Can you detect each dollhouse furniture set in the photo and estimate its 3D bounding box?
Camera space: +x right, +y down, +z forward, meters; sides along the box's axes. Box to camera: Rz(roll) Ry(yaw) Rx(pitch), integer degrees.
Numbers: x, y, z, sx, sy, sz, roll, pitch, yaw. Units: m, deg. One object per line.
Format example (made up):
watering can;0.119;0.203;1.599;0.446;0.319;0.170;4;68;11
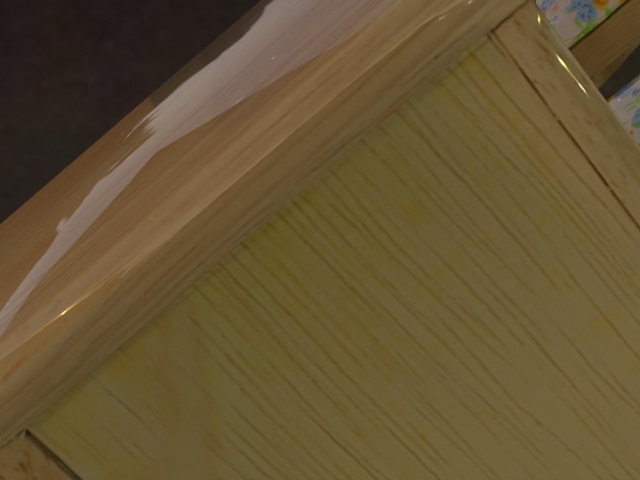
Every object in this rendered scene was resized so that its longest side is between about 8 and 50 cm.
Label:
dollhouse furniture set;0.000;0.000;0.576;0.362;0.256;0.394;-40;27;3
